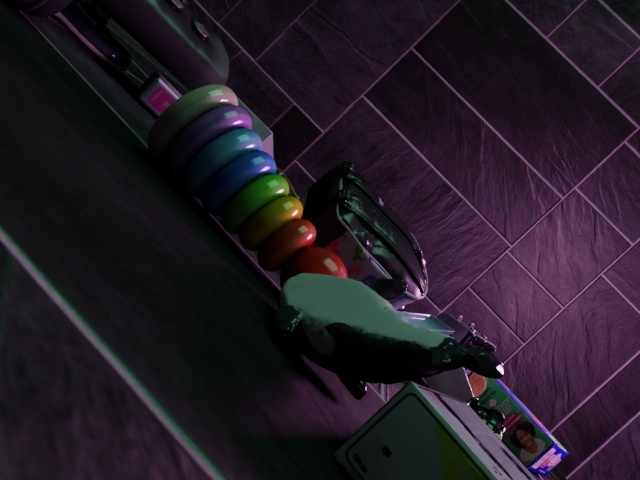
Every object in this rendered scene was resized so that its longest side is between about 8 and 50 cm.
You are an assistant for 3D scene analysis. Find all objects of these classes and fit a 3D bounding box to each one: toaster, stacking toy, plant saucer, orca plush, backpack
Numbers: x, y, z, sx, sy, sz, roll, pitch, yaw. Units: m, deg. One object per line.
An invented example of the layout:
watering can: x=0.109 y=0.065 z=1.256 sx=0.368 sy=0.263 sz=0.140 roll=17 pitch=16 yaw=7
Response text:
toaster: x=0.322 y=0.282 z=1.512 sx=0.168 sy=0.185 sz=0.110 roll=30 pitch=12 yaw=-48
stacking toy: x=-0.081 y=-0.044 z=0.813 sx=0.330 sy=0.141 sz=0.141 roll=51 pitch=4 yaw=8
plant saucer: x=0.177 y=0.159 z=1.165 sx=0.192 sy=0.018 sz=0.067 roll=10 pitch=19 yaw=-43
orca plush: x=0.053 y=0.111 z=0.624 sx=0.287 sy=0.151 sz=0.102 roll=6 pitch=-66 yaw=44
backpack: x=0.070 y=0.020 z=1.081 sx=0.253 sy=0.191 sz=0.225 roll=38 pitch=30 yaw=-20

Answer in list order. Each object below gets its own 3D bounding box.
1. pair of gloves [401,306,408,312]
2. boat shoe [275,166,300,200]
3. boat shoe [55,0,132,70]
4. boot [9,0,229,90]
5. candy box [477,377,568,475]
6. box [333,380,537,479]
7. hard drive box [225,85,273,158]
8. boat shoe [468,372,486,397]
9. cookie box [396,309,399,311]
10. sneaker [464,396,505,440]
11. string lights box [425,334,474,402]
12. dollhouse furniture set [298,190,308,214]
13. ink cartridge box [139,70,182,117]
pair of gloves: x=0.224 y=0.194 z=1.670 sx=0.240 sy=0.042 sz=0.204 roll=39 pitch=-4 yaw=4
boat shoe: x=-0.083 y=-0.069 z=1.396 sx=0.223 sy=0.080 sz=0.073 roll=61 pitch=-33 yaw=21
boat shoe: x=-0.447 y=-0.429 z=1.156 sx=0.254 sy=0.079 sz=0.095 roll=43 pitch=5 yaw=-40
boot: x=-0.330 y=-0.391 z=1.077 sx=0.445 sy=0.146 sz=0.367 roll=45 pitch=25 yaw=-52
candy box: x=0.590 y=0.553 z=1.883 sx=0.317 sy=0.122 sz=0.268 roll=47 pitch=4 yaw=37
box: x=0.138 y=0.231 z=0.559 sx=0.169 sy=0.087 sz=0.290 roll=48 pitch=4 yaw=28
hard drive box: x=-0.208 y=-0.259 z=1.516 sx=0.181 sy=0.089 sz=0.232 roll=45 pitch=-11 yaw=7
boat shoe: x=0.374 y=0.360 z=1.725 sx=0.277 sy=0.098 sz=0.096 roll=42 pitch=6 yaw=-37
cookie box: x=0.132 y=0.163 z=1.331 sx=0.107 sy=0.040 sz=0.092 roll=45 pitch=-22 yaw=-22
sneaker: x=0.230 y=0.287 z=0.909 sx=0.084 sy=0.097 sz=0.234 roll=46 pitch=4 yaw=-2
string lights box: x=0.257 y=0.267 z=1.256 sx=0.260 sy=0.077 sz=0.133 roll=27 pitch=45 yaw=-77
dollhouse furniture set: x=0.000 y=0.000 z=1.205 sx=0.144 sy=0.123 sz=0.151 roll=45 pitch=4 yaw=-19
ink cartridge box: x=-0.242 y=-0.212 z=1.270 sx=0.311 sy=0.065 sz=0.186 roll=42 pitch=4 yaw=-24
